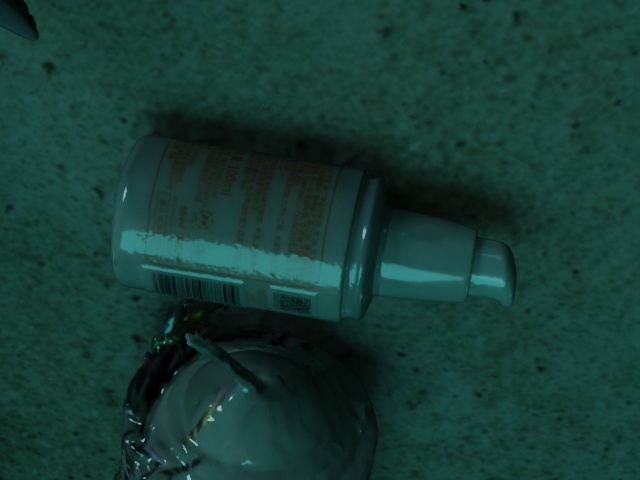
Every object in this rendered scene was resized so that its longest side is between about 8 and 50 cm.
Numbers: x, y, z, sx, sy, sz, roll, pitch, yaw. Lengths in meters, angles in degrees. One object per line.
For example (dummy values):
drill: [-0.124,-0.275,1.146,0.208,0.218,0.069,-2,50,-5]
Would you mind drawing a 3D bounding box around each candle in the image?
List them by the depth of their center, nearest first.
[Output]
candle: [-0.055,0.158,1.228,0.187,0.187,0.330,13,138,2]

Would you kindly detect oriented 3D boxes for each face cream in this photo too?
face cream: [0.000,0.000,1.103,0.251,0.101,0.101,9,138,5]

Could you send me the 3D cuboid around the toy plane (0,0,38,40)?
toy plane: [-0.249,-0.209,0.966,0.212,0.088,0.267,-23,134,36]
